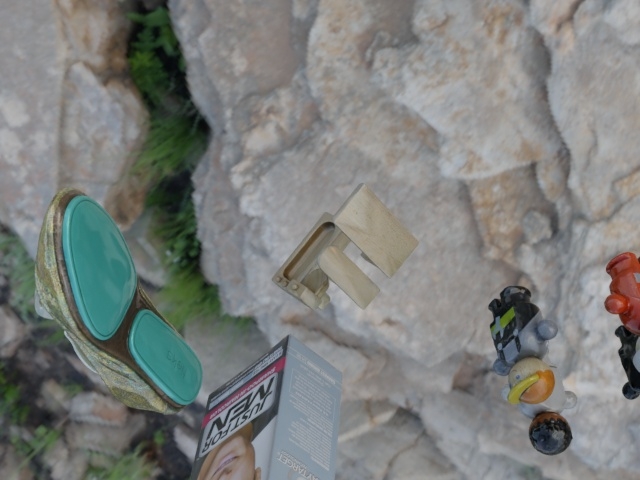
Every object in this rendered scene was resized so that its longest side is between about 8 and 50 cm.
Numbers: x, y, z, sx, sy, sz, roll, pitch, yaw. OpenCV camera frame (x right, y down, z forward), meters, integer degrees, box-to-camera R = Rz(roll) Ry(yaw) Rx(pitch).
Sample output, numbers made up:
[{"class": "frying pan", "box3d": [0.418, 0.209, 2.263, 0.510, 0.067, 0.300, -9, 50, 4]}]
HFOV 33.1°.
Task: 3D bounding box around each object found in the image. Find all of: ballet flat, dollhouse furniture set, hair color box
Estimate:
[{"class": "ballet flat", "box3d": [-0.243, 0.079, 1.178, 0.123, 0.123, 0.349, 3, 142, 25]}, {"class": "dollhouse furniture set", "box3d": [0.000, 0.000, 1.313, 0.123, 0.144, 0.151, 44, 172, -39]}, {"class": "hair color box", "box3d": [-0.081, 0.321, 1.441, 0.113, 0.374, 0.185, 38, 120, -22]}]

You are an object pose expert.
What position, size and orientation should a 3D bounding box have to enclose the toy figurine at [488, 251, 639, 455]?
[{"class": "toy figurine", "box3d": [0.297, 0.137, 1.176, 0.209, 0.148, 0.213, -15, 143, 7]}]
